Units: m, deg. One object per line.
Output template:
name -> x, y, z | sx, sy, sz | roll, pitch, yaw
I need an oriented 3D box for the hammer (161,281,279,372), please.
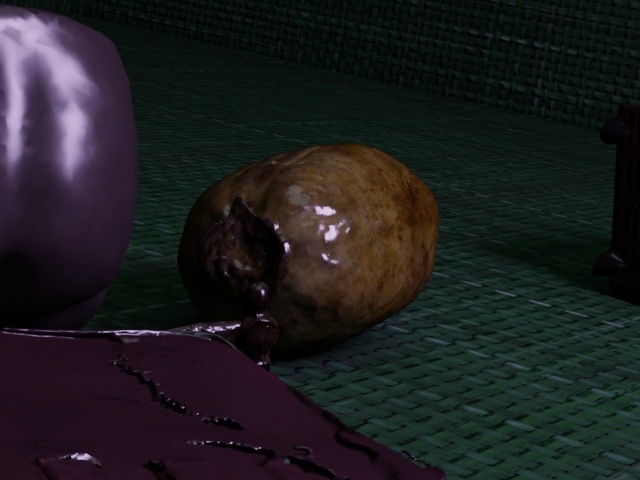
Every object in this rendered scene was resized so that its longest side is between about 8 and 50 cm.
hammer -> -0.105, 0.064, 0.901 | 0.178, 0.065, 0.021 | -7, 15, -26

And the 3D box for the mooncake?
mooncake -> -0.202, -0.017, 0.781 | 0.245, 0.133, 0.245 | -7, -15, -2

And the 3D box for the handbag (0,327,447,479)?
handbag -> -0.083, 0.096, 0.670 | 0.203, 0.074, 0.216 | 2, 15, -34

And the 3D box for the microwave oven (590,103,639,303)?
microwave oven -> 0.376, -0.025, 1.405 | 0.247, 0.188, 0.178 | -6, 13, -42

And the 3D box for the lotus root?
lotus root -> 0.000, 0.000, 1.091 | 0.145, 0.128, 0.260 | 3, 7, 21
